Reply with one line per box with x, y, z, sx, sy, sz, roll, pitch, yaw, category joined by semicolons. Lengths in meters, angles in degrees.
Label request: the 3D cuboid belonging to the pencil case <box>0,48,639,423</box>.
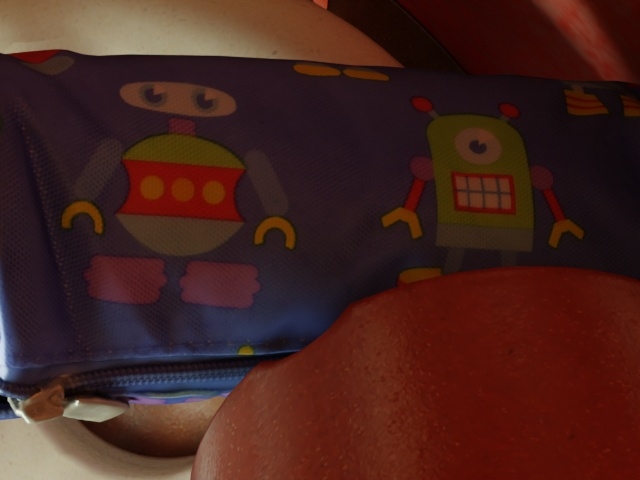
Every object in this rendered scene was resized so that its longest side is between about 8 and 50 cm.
0.000;0.000;0.578;0.119;0.306;0.133;127;138;-54;pencil case

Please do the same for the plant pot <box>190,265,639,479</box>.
0.069;0.166;0.462;0.272;0.272;0.265;50;-159;-39;plant pot

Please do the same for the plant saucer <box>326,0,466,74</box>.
0.057;-0.092;0.991;0.168;0.029;0.168;47;178;2;plant saucer

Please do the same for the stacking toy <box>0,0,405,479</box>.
-0.027;0.009;0.929;0.350;0.350;0.480;47;-161;2;stacking toy
